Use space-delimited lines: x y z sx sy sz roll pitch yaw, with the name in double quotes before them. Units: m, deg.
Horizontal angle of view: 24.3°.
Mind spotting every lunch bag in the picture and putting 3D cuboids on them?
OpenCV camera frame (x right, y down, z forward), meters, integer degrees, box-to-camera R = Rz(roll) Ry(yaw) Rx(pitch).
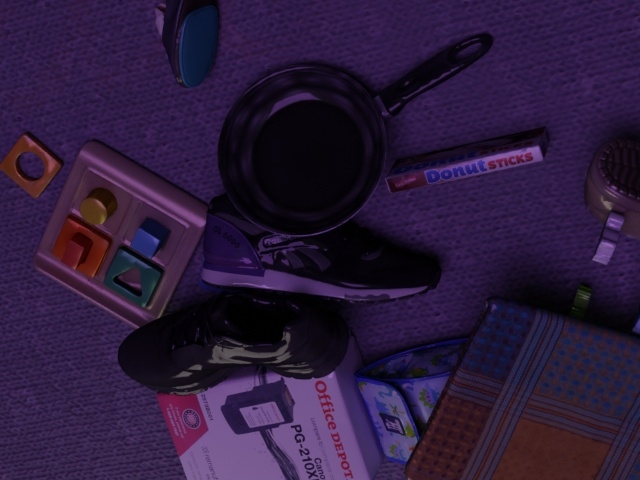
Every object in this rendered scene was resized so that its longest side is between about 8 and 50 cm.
"lunch bag" 0.127 0.198 1.773 0.151 0.096 0.128 -11 113 23

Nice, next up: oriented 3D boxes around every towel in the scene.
"towel" 0.313 0.219 1.705 0.370 0.040 0.271 18 117 -10

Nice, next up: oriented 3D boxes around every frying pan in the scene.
"frying pan" 0.022 -0.150 1.681 0.197 0.053 0.326 40 92 16

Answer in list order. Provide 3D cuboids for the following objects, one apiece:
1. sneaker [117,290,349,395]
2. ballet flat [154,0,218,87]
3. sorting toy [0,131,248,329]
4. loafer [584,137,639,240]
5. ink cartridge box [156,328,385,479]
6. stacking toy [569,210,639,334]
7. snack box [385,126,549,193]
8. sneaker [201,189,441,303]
"sneaker" -0.117 0.106 1.733 0.286 0.109 0.130 -11 153 21
"ballet flat" -0.151 -0.274 1.680 0.074 0.074 0.203 14 121 10
"sorting toy" -0.252 0.001 1.828 0.348 0.047 0.196 30 117 2
"loafer" 0.401 -0.026 1.607 0.268 0.102 0.092 27 156 -6
"ink cartridge box" -0.056 0.223 1.833 0.237 0.100 0.172 -12 108 19
"stacking toy" 0.367 0.064 1.620 0.167 0.052 0.221 20 151 8
"snack box" 0.164 -0.089 1.661 0.178 0.064 0.022 -12 110 20
"sneaker" 0.000 0.000 1.727 0.283 0.107 0.124 5 99 8
